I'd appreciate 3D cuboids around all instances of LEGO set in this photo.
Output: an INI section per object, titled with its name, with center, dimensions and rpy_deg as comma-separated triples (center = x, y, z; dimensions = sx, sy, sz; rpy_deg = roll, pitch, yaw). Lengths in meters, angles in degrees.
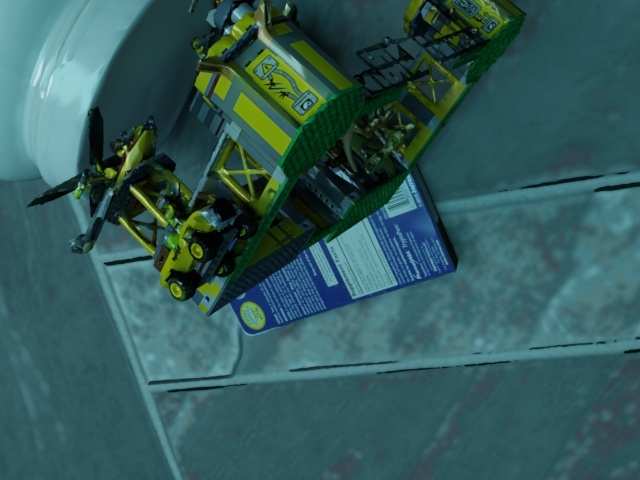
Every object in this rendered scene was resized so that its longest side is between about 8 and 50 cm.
[LEGO set]
center = -0.034, -0.114, 0.534
dimensions = 0.192, 0.331, 0.255
rpy_deg = 44, 140, 11

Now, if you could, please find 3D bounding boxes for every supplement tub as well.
[supplement tub]
center = -0.279, -0.194, 0.612
dimensions = 0.332, 0.241, 0.241
rpy_deg = 27, 117, 2

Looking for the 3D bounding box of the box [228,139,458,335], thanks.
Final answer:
[box]
center = 0.000, 0.000, 0.731
dimensions = 0.225, 0.036, 0.136
rpy_deg = -20, 105, 20
